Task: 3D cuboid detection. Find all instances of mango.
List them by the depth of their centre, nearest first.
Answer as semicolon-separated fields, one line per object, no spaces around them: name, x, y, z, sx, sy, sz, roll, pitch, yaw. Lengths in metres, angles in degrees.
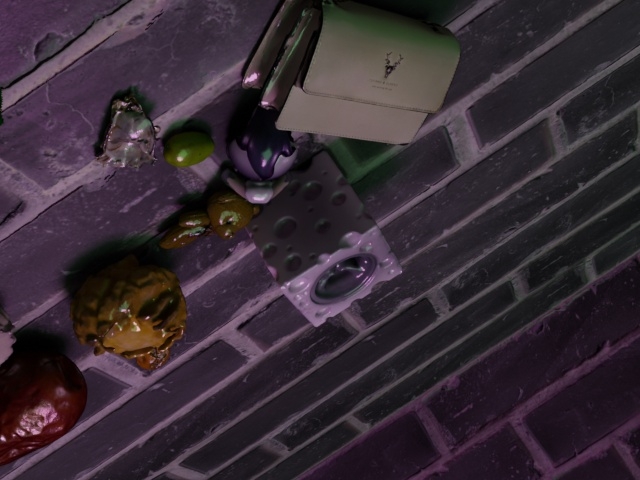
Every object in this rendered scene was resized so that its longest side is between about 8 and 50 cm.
mango;-0.243;-0.171;1.610;0.108;0.056;0.073;-15;151;-47

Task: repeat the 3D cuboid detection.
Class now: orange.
orange;-0.405;0.281;2.092;0.086;0.062;0.086;-22;150;-13

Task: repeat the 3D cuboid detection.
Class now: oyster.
oyster;-0.331;-0.183;1.516;0.108;0.053;0.165;14;140;-17

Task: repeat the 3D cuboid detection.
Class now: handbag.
handbag;0.069;-0.315;1.584;0.359;0.160;0.236;1;128;-42

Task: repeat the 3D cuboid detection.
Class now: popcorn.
popcorn;-0.390;0.144;1.796;0.250;0.190;0.250;-29;151;-18

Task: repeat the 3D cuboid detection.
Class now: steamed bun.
steamed bun;-0.683;0.186;1.676;0.183;0.106;0.183;-25;148;-18

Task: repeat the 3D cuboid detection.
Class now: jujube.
jujube;-0.656;0.367;1.863;0.318;0.223;0.223;-37;149;15

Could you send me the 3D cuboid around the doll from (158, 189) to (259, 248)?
doll;-0.230;-0.027;1.777;0.210;0.097;0.137;-30;160;16

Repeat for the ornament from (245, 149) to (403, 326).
ornament;0.000;0.000;1.882;0.240;0.239;0.239;-33;150;1

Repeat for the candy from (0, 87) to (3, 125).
candy;-0.575;-0.186;1.280;0.203;0.078;0.141;-13;144;-19

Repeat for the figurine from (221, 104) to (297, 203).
figurine;-0.117;-0.162;1.658;0.145;0.145;0.222;-18;147;-22
